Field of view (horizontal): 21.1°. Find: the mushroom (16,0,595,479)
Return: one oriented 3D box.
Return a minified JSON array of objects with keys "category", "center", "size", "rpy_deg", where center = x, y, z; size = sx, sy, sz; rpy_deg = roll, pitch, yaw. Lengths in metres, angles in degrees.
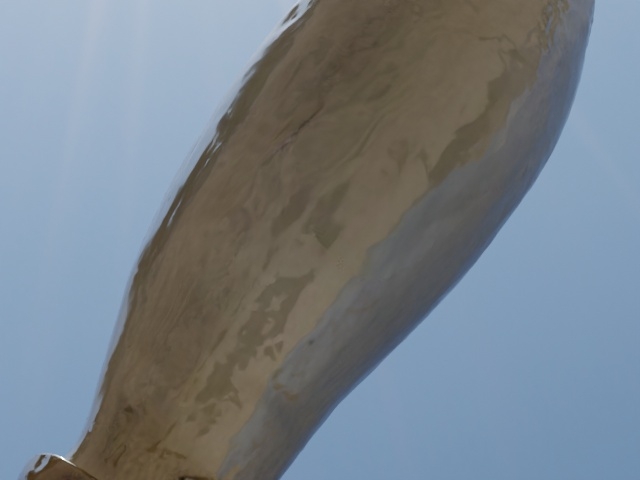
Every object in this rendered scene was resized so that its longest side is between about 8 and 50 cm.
[{"category":"mushroom","center":[0.000,0.000,0.673],"size":[0.128,0.128,0.350],"rpy_deg":[19,-111,30]}]
